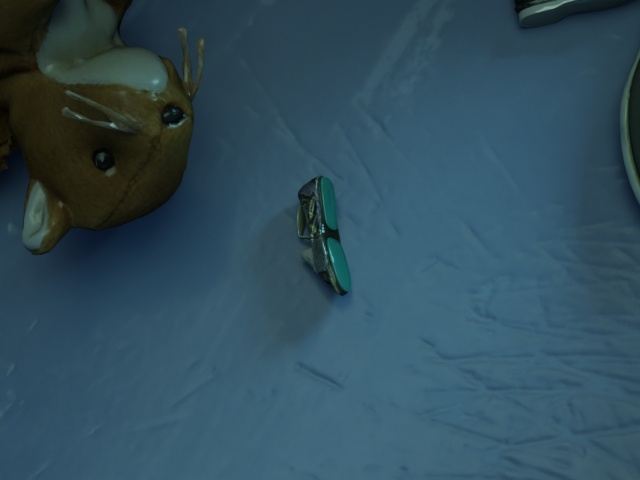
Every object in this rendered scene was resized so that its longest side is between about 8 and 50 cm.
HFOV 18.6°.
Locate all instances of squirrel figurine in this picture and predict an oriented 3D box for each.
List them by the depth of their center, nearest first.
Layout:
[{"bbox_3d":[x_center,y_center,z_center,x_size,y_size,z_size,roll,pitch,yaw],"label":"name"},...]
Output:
[{"bbox_3d":[-0.274,-0.167,1.697,0.281,0.397,0.370,-37,98,-49],"label":"squirrel figurine"}]

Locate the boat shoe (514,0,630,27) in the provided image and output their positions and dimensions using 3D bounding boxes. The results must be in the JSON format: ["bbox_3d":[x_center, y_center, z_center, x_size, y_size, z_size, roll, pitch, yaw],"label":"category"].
[{"bbox_3d":[0.239,-0.229,1.795,0.125,0.046,0.038,-14,74,7],"label":"boat shoe"}]

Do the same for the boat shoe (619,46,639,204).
[{"bbox_3d":[0.339,-0.161,1.727,0.109,0.091,0.305,16,71,-13],"label":"boat shoe"}]

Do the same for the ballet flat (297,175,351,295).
[{"bbox_3d":[0.000,0.000,1.731,0.041,0.041,0.114,-10,69,0],"label":"ballet flat"}]
